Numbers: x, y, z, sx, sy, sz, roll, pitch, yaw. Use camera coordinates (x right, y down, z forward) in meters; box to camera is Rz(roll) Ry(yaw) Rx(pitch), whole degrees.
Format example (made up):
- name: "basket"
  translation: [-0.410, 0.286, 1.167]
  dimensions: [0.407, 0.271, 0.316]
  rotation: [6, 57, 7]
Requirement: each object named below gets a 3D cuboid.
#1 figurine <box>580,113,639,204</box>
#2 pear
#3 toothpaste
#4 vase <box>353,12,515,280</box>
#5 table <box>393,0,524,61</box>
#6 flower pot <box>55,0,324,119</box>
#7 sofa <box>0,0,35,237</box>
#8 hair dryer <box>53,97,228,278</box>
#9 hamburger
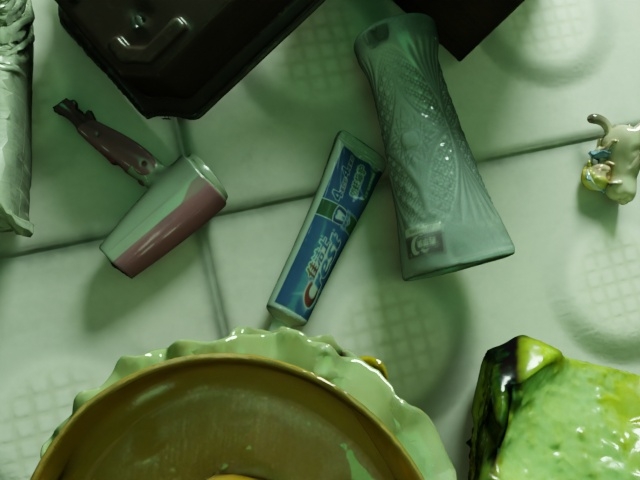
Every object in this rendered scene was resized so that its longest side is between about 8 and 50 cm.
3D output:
- name: "figurine"
  translation: [0.276, -0.078, 0.623]
  dimensions: [0.050, 0.047, 0.083]
  rotation: [6, 87, 4]
- name: "pear"
  translation: [0.228, 0.209, 0.461]
  dimensions: [0.255, 0.164, 0.238]
  rotation: [11, 68, 11]
- name: "toothpaste"
  translation: [0.000, 0.000, 0.556]
  dimensions: [0.057, 0.035, 0.197]
  rotation: [31, 75, -22]
- name: "vase"
  translation: [0.090, -0.081, 0.559]
  dimensions: [0.096, 0.096, 0.219]
  rotation: [-12, 82, -13]
- name: "table"
  translation: [0.127, -0.299, 0.547]
  dimensions: [0.193, 0.172, 0.169]
  rotation: [42, 82, -4]
- name: "flower pot"
  translation: [-0.099, -0.220, 0.493]
  dimensions: [0.251, 0.084, 0.179]
  rotation: [-41, 92, 10]
- name: "sofa"
  translation: [-0.308, -0.117, 0.436]
  dimensions: [0.210, 0.176, 0.225]
  rotation: [1, 81, -12]
- name: "hair dryer"
  translation: [-0.162, -0.057, 0.531]
  dimensions: [0.106, 0.054, 0.154]
  rotation: [-40, 81, -10]
- name: "hamburger"
  translation: [-0.040, 0.191, 0.424]
  dimensions: [0.274, 0.212, 0.274]
  rotation: [-1, 79, 4]
